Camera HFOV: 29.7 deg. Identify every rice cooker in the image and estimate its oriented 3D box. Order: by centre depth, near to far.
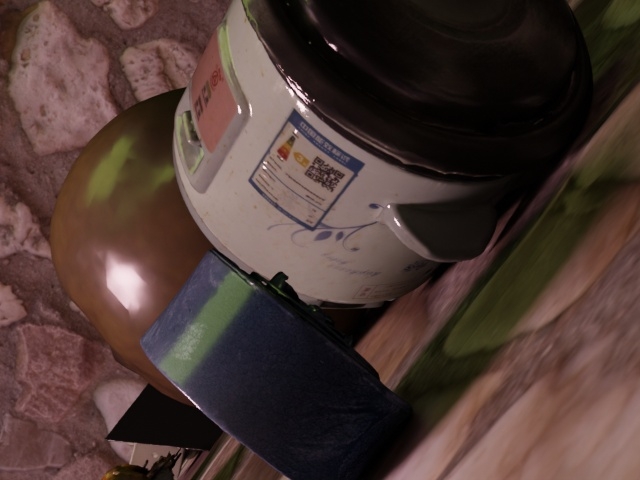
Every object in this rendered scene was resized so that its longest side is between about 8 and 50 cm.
[{"bbox_3d":[0.039,-0.108,0.868,0.316,0.264,0.317,-176,90,-65],"label":"rice cooker"}]

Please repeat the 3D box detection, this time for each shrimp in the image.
[{"bbox_3d":[-0.222,0.330,1.552,0.233,0.079,0.090,-50,-38,-63],"label":"shrimp"}]

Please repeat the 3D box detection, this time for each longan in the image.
[{"bbox_3d":[-0.095,0.010,1.123,0.319,0.319,0.319,-52,2,3],"label":"longan"}]

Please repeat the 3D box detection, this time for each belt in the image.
[{"bbox_3d":[-0.023,0.070,0.662,0.082,0.141,0.190,-50,-1,-4],"label":"belt"}]

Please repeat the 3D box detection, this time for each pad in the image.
[{"bbox_3d":[-0.194,0.233,1.792,0.245,0.170,0.006,-56,-36,-57],"label":"pad"}]

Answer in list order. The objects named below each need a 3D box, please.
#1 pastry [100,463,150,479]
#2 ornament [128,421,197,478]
[{"bbox_3d":[-0.224,0.328,1.220,0.218,0.100,0.229,-49,5,48],"label":"pastry"},{"bbox_3d":[-0.224,0.266,1.873,0.285,0.130,0.120,-52,-17,-58],"label":"ornament"}]
